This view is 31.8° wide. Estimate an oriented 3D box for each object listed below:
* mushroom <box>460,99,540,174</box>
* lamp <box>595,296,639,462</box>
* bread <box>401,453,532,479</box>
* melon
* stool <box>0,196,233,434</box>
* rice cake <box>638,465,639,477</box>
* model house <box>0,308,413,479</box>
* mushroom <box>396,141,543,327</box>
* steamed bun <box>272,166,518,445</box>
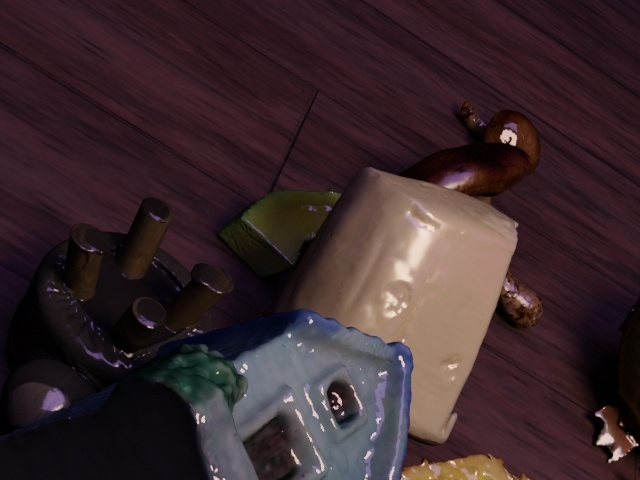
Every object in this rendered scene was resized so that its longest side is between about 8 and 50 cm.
[{"bbox_3d":[0.232,-0.139,1.465,0.129,0.073,0.088,44,73,10],"label":"mushroom"},{"bbox_3d":[0.425,0.158,1.230,0.250,0.284,0.250,61,0,0],"label":"lamp"},{"bbox_3d":[0.126,0.311,0.896,0.160,0.147,0.260,-3,50,-29],"label":"bread"},{"bbox_3d":[0.000,0.000,1.158,0.210,0.064,0.118,0,58,-35],"label":"melon"},{"bbox_3d":[-0.160,0.074,0.896,0.153,0.139,0.228,20,40,-20],"label":"stool"},{"bbox_3d":[0.313,0.336,1.087,0.081,0.051,0.290,44,37,-8],"label":"rice cake"},{"bbox_3d":[-0.023,0.193,0.787,0.329,0.252,0.294,-24,91,-53],"label":"model house"},{"bbox_3d":[0.179,0.003,1.261,0.227,0.148,0.217,-18,81,-41],"label":"mushroom"},{"bbox_3d":[0.068,0.045,1.047,0.200,0.225,0.170,32,-3,-26],"label":"steamed bun"}]
